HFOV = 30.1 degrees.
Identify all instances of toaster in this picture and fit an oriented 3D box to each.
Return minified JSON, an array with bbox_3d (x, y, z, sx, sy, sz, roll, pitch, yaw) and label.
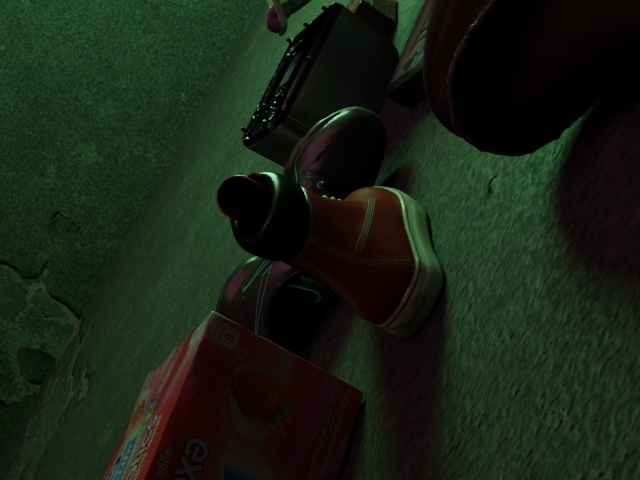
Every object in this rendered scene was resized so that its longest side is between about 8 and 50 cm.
[{"bbox_3d":[-0.006,-0.166,1.407,0.186,0.110,0.168,-65,14,-17],"label":"toaster"}]

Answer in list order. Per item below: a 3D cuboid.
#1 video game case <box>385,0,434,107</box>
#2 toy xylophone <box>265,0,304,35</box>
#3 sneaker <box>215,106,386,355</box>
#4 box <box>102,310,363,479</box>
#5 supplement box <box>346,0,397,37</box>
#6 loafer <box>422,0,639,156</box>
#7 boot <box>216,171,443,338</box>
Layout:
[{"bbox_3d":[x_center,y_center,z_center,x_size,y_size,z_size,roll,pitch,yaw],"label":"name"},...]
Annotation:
[{"bbox_3d":[0.174,-0.283,1.164,0.275,0.035,0.248,-65,15,-19],"label":"video game case"},{"bbox_3d":[0.055,-0.364,1.404,0.322,0.081,0.236,-34,6,8],"label":"toy xylophone"},{"bbox_3d":[0.000,0.000,1.149,0.267,0.101,0.106,-63,31,4],"label":"sneaker"},{"bbox_3d":[-0.098,0.229,0.887,0.154,0.142,0.300,-42,23,52],"label":"box"},{"bbox_3d":[0.065,-0.291,1.521,0.043,0.055,0.083,-54,15,29],"label":"supplement box"},{"bbox_3d":[0.182,-0.169,0.710,0.366,0.133,0.130,-54,31,41],"label":"loafer"},{"bbox_3d":[-0.003,-0.021,0.982,0.088,0.176,0.244,-59,13,12],"label":"boot"}]
